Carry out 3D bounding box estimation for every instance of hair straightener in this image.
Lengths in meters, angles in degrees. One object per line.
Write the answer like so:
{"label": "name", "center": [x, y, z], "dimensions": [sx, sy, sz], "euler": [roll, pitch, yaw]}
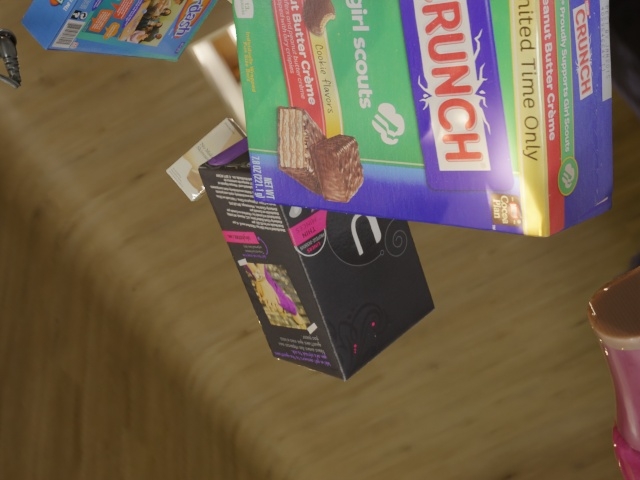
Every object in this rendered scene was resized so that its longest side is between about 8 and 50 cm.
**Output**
{"label": "hair straightener", "center": [-0.294, -0.131, 0.868], "dimensions": [0.230, 0.089, 0.047], "euler": [22, 148, 48]}

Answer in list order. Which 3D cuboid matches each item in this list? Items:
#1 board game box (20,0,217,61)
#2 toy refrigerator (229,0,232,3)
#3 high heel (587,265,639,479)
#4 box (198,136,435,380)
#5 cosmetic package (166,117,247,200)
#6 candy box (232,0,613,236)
{"label": "board game box", "center": [-0.177, -0.259, 1.122], "dimensions": [0.047, 0.160, 0.210], "euler": [46, -157, 18]}
{"label": "toy refrigerator", "center": [-0.162, -0.440, 1.540], "dimensions": [0.269, 0.094, 0.102], "euler": [38, -122, -13]}
{"label": "high heel", "center": [0.337, 0.046, 0.599], "dimensions": [0.127, 0.377, 0.181], "euler": [-88, -23, -56]}
{"label": "box", "center": [0.000, 0.000, 1.309], "dimensions": [0.143, 0.165, 0.270], "euler": [11, 128, 49]}
{"label": "cosmetic package", "center": [-0.151, -0.113, 1.566], "dimensions": [0.060, 0.115, 0.041], "euler": [48, -172, 0]}
{"label": "candy box", "center": [0.078, -0.155, 0.955], "dimensions": [0.122, 0.317, 0.268], "euler": [-24, -66, -47]}
